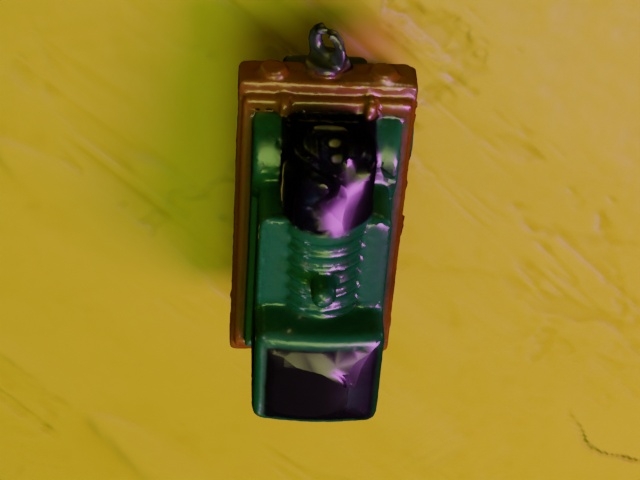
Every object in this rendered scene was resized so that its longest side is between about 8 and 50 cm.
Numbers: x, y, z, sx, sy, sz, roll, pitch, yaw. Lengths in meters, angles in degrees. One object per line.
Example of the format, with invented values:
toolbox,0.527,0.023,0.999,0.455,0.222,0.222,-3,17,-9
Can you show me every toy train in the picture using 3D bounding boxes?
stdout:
toy train,0.000,0.000,0.856,0.091,0.136,0.228,2,133,-4
